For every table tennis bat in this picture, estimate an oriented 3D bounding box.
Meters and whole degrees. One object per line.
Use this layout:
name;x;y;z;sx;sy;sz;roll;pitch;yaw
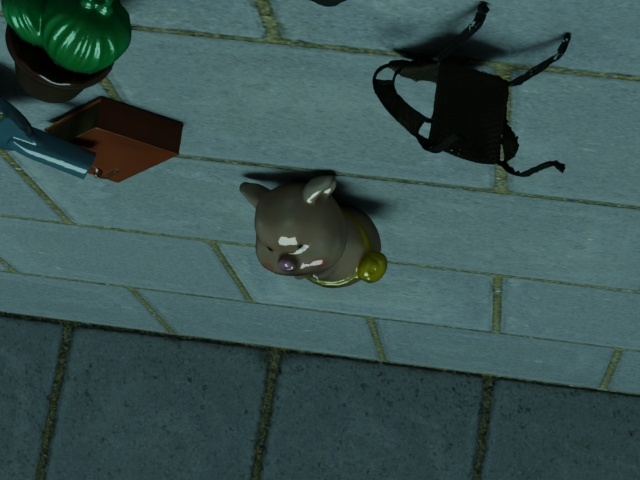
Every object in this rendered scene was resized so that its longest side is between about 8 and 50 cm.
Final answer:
table tennis bat;-0.446;-0.164;2.083;0.329;0.044;0.215;26;160;-17

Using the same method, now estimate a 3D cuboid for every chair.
chair;0.153;-0.145;1.689;0.174;0.149;0.213;14;170;-25

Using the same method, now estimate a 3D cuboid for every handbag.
handbag;-0.285;-0.133;2.180;0.127;0.063;0.190;17;162;-31

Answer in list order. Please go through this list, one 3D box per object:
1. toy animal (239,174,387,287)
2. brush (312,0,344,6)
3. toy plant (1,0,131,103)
toy animal;0.003;-0.002;2.366;0.165;0.149;0.248;-13;150;26
brush;-0.036;-0.272;1.444;0.197;0.059;0.123;16;163;-28
toy plant;-0.276;-0.225;1.727;0.142;0.105;0.200;25;146;-8
